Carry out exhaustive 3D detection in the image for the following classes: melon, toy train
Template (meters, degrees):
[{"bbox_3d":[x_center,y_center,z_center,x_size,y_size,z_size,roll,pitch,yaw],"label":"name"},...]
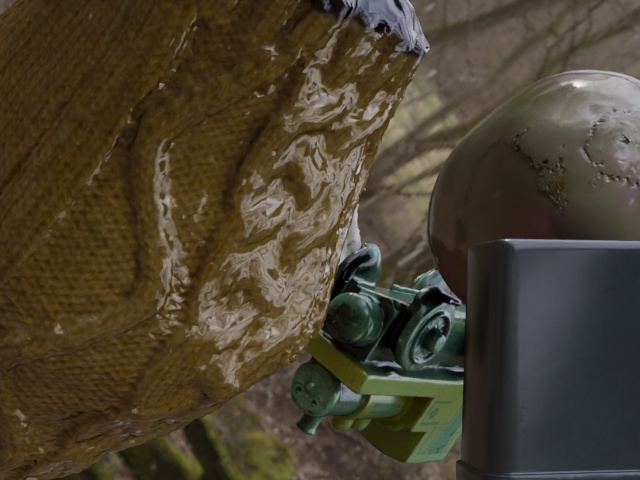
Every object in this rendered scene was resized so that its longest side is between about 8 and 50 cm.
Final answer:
[{"bbox_3d":[0.225,-0.034,1.102,0.223,0.223,0.317,55,-28,2],"label":"melon"},{"bbox_3d":[0.084,0.138,1.322,0.150,0.237,0.369,38,12,30],"label":"toy train"}]

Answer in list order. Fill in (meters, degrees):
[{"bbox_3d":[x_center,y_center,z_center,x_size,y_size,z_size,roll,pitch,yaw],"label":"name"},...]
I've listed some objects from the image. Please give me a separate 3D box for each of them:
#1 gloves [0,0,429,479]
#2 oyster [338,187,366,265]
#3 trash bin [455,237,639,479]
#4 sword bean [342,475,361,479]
[{"bbox_3d":[-0.100,0.009,0.521,0.203,0.356,0.155,16,39,-38],"label":"gloves"},{"bbox_3d":[0.006,-0.005,1.639,0.133,0.072,0.209,-8,91,-49],"label":"oyster"},{"bbox_3d":[0.197,0.118,0.904,0.101,0.176,0.236,160,-69,-80],"label":"trash bin"},{"bbox_3d":[0.046,0.298,1.358,0.043,0.038,0.269,40,-10,2],"label":"sword bean"}]
